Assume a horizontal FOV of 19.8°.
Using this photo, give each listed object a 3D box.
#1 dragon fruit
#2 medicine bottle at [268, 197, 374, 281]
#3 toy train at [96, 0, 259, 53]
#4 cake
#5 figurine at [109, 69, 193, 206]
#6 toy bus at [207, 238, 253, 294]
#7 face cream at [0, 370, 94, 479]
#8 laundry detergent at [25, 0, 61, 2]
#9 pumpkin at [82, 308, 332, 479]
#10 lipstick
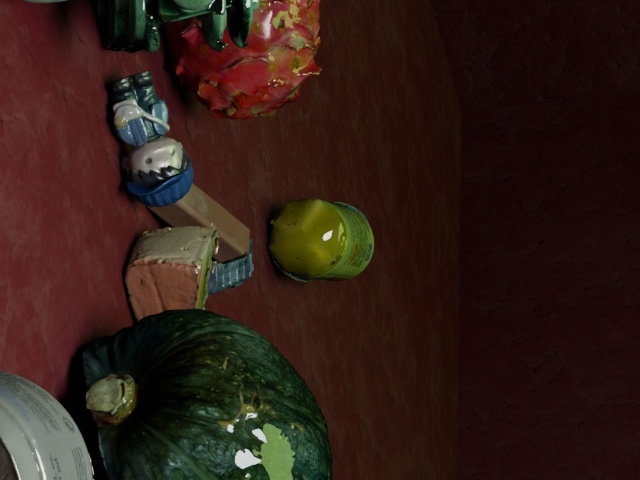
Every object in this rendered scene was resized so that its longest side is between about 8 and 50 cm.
[{"bbox_3d":[-0.095,-0.278,2.245,0.205,0.210,0.268,137,-37,-54],"label":"dragon fruit"},{"bbox_3d":[0.000,0.000,2.678,0.239,0.124,0.124,5,79,-76],"label":"medicine bottle"},{"bbox_3d":[-0.149,-0.313,1.911,0.369,0.150,0.237,-155,-114,-77],"label":"toy train"},{"bbox_3d":[-0.174,0.093,2.062,0.109,0.090,0.225,-75,174,-62],"label":"cake"},{"bbox_3d":[-0.193,-0.108,2.023,0.087,0.086,0.149,-6,-75,64],"label":"figurine"},{"bbox_3d":[-0.125,0.029,2.284,0.166,0.047,0.065,-22,110,-75],"label":"toy bus"},{"bbox_3d":[-0.266,0.183,1.319,0.153,0.177,0.177,3,80,-77],"label":"face cream"},{"bbox_3d":[-0.254,-0.379,1.788,0.280,0.105,0.215,-78,160,-50],"label":"laundry detergent"},{"bbox_3d":[-0.100,0.191,1.830,0.263,0.197,0.293,59,6,-50],"label":"pumpkin"},{"bbox_3d":[-0.141,-0.025,2.147,0.145,0.045,0.045,39,43,-45],"label":"lipstick"}]
